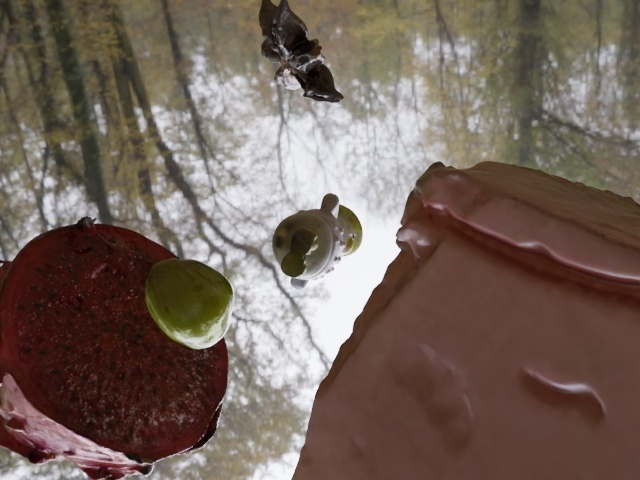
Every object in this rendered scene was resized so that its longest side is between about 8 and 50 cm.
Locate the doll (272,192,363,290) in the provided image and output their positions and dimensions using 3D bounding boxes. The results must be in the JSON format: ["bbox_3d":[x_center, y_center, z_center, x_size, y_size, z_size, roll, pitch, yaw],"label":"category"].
[{"bbox_3d":[0.000,0.000,0.980,0.081,0.129,0.207,25,-164,14],"label":"doll"}]

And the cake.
[{"bbox_3d":[0.182,0.118,0.559,0.293,0.314,0.306,27,-163,34],"label":"cake"}]

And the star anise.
[{"bbox_3d":[-0.047,-0.288,1.191,0.063,0.172,0.208,-31,-153,-10],"label":"star anise"}]

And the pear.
[{"bbox_3d":[-0.131,0.059,0.801,0.092,0.097,0.092,-29,-157,13],"label":"pear"}]

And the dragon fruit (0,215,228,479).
[{"bbox_3d":[-0.334,0.174,1.145,0.249,0.371,0.386,-37,159,35],"label":"dragon fruit"}]
